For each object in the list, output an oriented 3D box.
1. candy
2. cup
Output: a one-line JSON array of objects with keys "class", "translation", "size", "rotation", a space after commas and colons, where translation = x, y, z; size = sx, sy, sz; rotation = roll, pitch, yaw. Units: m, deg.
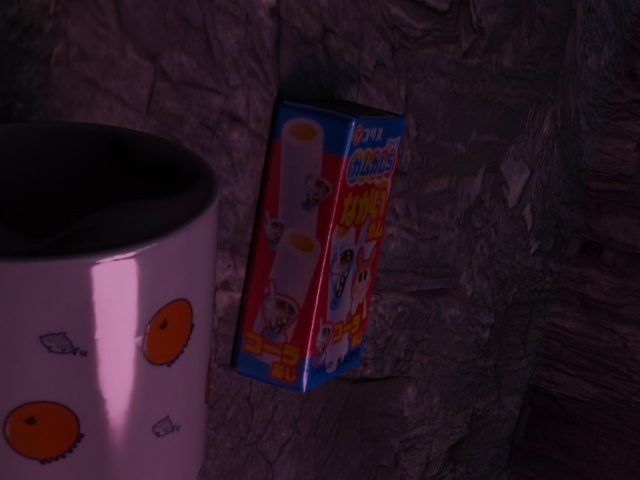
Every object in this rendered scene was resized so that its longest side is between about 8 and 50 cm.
[{"class": "candy", "translation": [0.001, 0.000, 1.163], "size": [0.157, 0.100, 0.305], "rotation": [-12, 115, -63]}, {"class": "cup", "translation": [-0.179, 0.105, 0.697], "size": [0.212, 0.212, 0.317], "rotation": [-36, 137, -54]}]
